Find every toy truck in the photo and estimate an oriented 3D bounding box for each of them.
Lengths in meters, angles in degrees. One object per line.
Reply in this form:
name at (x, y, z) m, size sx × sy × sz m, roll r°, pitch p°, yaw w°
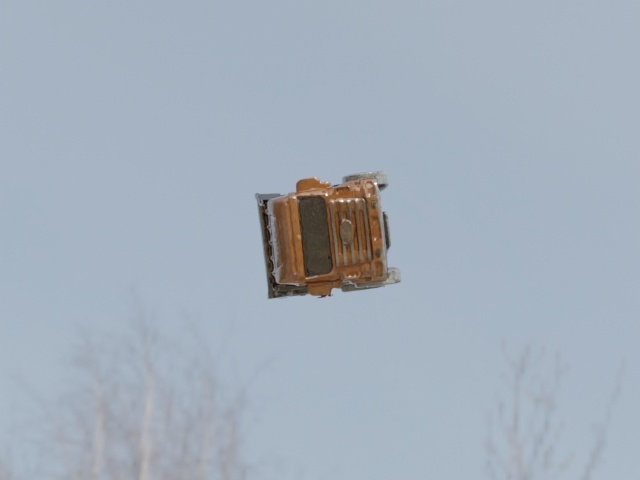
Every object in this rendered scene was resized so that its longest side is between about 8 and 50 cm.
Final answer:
toy truck at (0.000, 0.000, 1.366) m, size 0.092 × 0.083 × 0.192 m, roll -6°, pitch -2°, yaw -6°
